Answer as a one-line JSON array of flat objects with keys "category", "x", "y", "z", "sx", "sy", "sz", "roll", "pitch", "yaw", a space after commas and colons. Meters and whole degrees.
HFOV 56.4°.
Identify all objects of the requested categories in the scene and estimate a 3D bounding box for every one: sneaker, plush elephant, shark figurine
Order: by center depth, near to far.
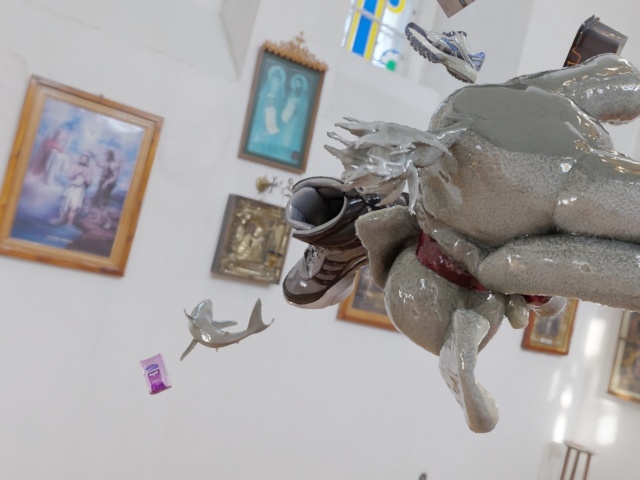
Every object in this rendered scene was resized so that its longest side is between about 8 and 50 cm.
[{"category": "plush elephant", "x": 0.159, "y": 0.009, "z": 0.530, "sx": 0.330, "sy": 0.255, "sz": 0.271, "roll": -5, "pitch": 43, "yaw": -12}, {"category": "sneaker", "x": 0.000, "y": 0.000, "z": 0.776, "sx": 0.153, "sy": 0.101, "sz": 0.269, "roll": 23, "pitch": -41, "yaw": -34}, {"category": "sneaker", "x": 0.190, "y": -0.295, "z": 0.904, "sx": 0.135, "sy": 0.058, "sz": 0.052, "roll": 32, "pitch": 5, "yaw": -9}, {"category": "shark figurine", "x": -0.239, "y": 0.180, "z": 1.290, "sx": 0.278, "sy": 0.166, "sz": 0.116, "roll": 2, "pitch": -47, "yaw": 48}]

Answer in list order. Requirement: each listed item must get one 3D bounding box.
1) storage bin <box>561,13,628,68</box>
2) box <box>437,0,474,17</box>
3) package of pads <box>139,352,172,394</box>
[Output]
[{"category": "storage bin", "x": 0.600, "y": -0.408, "z": 1.310, "sx": 0.091, "sy": 0.098, "sz": 0.135, "roll": 35, "pitch": -37, "yaw": 25}, {"category": "box", "x": 0.356, "y": -0.661, "z": 1.461, "sx": 0.186, "sy": 0.038, "sz": 0.145, "roll": -27, "pitch": -64, "yaw": 30}, {"category": "package of pads", "x": -0.375, "y": 0.304, "z": 1.357, "sx": 0.050, "sy": 0.083, "sz": 0.032, "roll": -23, "pitch": -20, "yaw": -2}]
